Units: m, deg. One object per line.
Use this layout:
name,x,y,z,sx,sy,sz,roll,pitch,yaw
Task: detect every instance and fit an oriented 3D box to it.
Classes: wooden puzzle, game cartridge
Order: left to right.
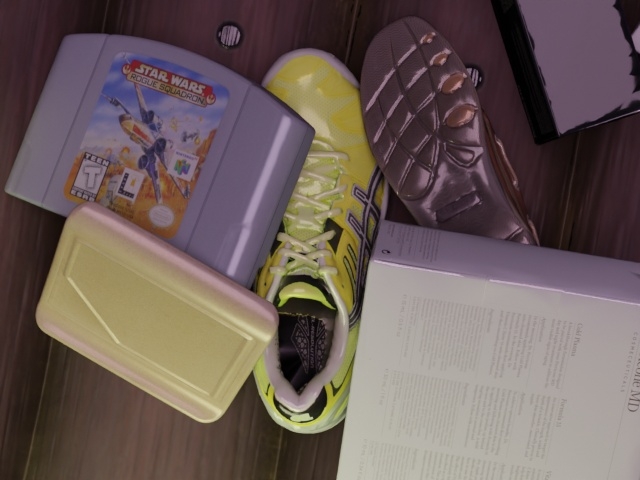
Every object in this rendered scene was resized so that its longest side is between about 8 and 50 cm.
wooden puzzle,-0.161,0.069,1.817,0.221,0.238,0.044,30,56,-1
game cartridge,-0.159,-0.091,1.821,0.297,0.062,0.198,21,94,27

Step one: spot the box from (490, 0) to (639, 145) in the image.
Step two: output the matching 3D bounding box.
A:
box,0.227,-0.234,1.823,0.103,0.184,0.261,-17,91,-2

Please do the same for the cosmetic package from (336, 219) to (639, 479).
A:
cosmetic package,0.166,0.185,1.787,0.284,0.097,0.377,11,117,5

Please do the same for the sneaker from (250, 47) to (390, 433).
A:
sneaker,0.000,0.000,1.840,0.145,0.147,0.384,-2,89,1

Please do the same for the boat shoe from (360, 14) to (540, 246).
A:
boat shoe,0.132,-0.066,1.859,0.123,0.116,0.324,-21,82,14

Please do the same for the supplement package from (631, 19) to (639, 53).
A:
supplement package,0.392,-0.240,1.802,0.105,0.105,0.179,35,113,1
